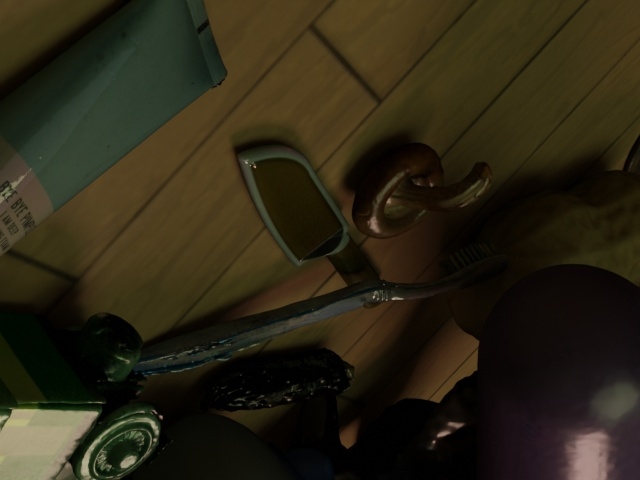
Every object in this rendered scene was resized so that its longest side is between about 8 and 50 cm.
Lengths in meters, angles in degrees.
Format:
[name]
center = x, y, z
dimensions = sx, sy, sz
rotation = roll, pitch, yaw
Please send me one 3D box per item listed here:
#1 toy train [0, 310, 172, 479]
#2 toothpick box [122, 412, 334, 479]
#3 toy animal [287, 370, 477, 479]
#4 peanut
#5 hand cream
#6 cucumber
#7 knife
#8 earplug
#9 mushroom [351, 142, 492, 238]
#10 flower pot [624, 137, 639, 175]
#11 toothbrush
[toy train]
center = -0.248, 0.174, 0.799
dimensions = 0.202, 0.120, 0.301
rotation = 12, 119, -52
[toothpick box]
center = -0.120, 0.315, 0.983
dimensions = 0.355, 0.263, 0.263
rotation = -40, 150, -6
[toy animal]
center = 0.050, 0.268, 1.228
dimensions = 0.344, 0.194, 0.302
rotation = -14, 144, -47
[peanut]
center = 0.265, 0.012, 1.215
dimensions = 0.313, 0.152, 0.152
rotation = -22, 143, -34
[hand cream]
center = -0.183, -0.047, 0.674
dimensions = 0.312, 0.070, 0.111
rotation = -43, 150, -20
[cucumber]
center = -0.040, 0.136, 1.079
dimensions = 0.181, 0.053, 0.053
rotation = -5, 132, -48
[knife]
center = -0.001, 0.001, 0.980
dimensions = 0.061, 0.027, 0.343
rotation = -39, 150, -2
[earplug]
center = 0.248, 0.204, 1.099
dimensions = 0.215, 0.215, 0.456
rotation = -34, 140, -19
[mushroom]
center = 0.088, -0.049, 0.972
dimensions = 0.130, 0.072, 0.088
rotation = -19, 143, 24
[flower pot]
center = 0.509, -0.079, 1.351
dimensions = 0.212, 0.202, 0.212
rotation = -35, 151, -23
[toothbrush]
center = 0.005, 0.061, 1.017
dimensions = 0.413, 0.042, 0.035
rotation = -15, 147, -29
